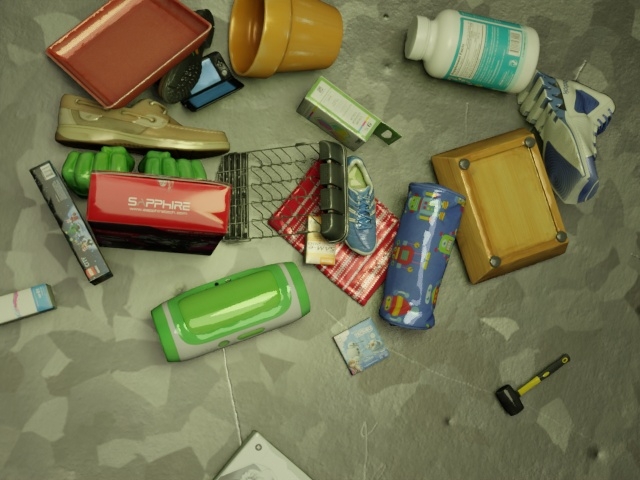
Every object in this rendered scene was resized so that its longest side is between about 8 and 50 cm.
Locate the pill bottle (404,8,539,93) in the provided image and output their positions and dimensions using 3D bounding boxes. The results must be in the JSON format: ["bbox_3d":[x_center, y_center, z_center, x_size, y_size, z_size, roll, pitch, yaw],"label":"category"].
[{"bbox_3d":[0.318,-0.407,1.848,0.264,0.146,0.146,10,82,-9],"label":"pill bottle"}]

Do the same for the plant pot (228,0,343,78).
[{"bbox_3d":[-0.064,-0.425,1.761,0.187,0.205,0.205,3,84,-26],"label":"plant pot"}]

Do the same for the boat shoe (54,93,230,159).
[{"bbox_3d":[-0.346,-0.228,1.714,0.341,0.121,0.110,5,84,-9],"label":"boat shoe"}]

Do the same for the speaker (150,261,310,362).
[{"bbox_3d":[-0.175,0.139,1.708,0.296,0.131,0.131,-19,88,-12],"label":"speaker"}]

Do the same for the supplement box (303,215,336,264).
[{"bbox_3d":[0.000,0.000,1.772,0.062,0.036,0.099,3,88,-10],"label":"supplement box"}]

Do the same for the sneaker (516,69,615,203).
[{"bbox_3d":[0.559,-0.239,1.858,0.182,0.127,0.316,-3,60,-18],"label":"sneaker"}]

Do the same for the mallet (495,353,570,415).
[{"bbox_3d":[0.466,0.310,1.863,0.189,0.039,0.062,-24,88,-16],"label":"mallet"}]

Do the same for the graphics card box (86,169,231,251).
[{"bbox_3d":[-0.295,-0.042,1.578,0.232,0.371,0.094,5,83,-11],"label":"graphics card box"}]

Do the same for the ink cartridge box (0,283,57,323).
[{"bbox_3d":[-0.572,0.124,1.651,0.122,0.088,0.052,-18,88,-12],"label":"ink cartridge box"}]

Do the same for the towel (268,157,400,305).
[{"bbox_3d":[0.049,-0.024,1.817,0.275,0.031,0.199,41,79,-5],"label":"towel"}]

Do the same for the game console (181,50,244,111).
[{"bbox_3d":[-0.234,-0.325,1.771,0.122,0.071,0.107,-29,91,-13],"label":"game console"}]

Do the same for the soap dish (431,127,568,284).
[{"bbox_3d":[0.387,-0.078,1.842,0.228,0.118,0.291,-18,89,-12],"label":"soap dish"}]

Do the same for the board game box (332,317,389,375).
[{"bbox_3d":[0.085,0.219,1.803,0.090,0.020,0.090,-28,89,-12],"label":"board game box"}]

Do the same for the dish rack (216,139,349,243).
[{"bbox_3d":[-0.082,-0.092,1.745,0.271,0.074,0.208,-5,78,21],"label":"dish rack"}]

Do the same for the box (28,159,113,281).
[{"bbox_3d":[-0.470,-0.028,1.650,0.044,0.159,0.233,-28,90,-13],"label":"box"}]

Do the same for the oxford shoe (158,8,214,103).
[{"bbox_3d":[-0.289,-0.367,1.753,0.096,0.083,0.227,4,59,19],"label":"oxford shoe"}]

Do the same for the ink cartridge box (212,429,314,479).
[{"bbox_3d":[-0.119,0.532,1.719,0.223,0.045,0.224,41,79,-5],"label":"ink cartridge box"}]

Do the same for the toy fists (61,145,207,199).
[{"bbox_3d":[-0.359,-0.125,1.690,0.279,0.142,0.096,5,83,-11],"label":"toy fists"}]

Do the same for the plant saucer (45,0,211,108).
[{"bbox_3d":[-0.373,-0.381,1.706,0.259,0.048,0.258,-41,56,-13],"label":"plant saucer"}]

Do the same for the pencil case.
[{"bbox_3d":[0.209,0.037,1.773,0.133,0.119,0.306,13,91,-43],"label":"pencil case"}]

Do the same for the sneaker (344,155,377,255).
[{"bbox_3d":[0.073,-0.072,1.768,0.080,0.081,0.211,-13,89,-13],"label":"sneaker"}]

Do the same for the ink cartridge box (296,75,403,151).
[{"bbox_3d":[0.058,-0.244,1.800,0.209,0.109,0.062,35,79,-6],"label":"ink cartridge box"}]
